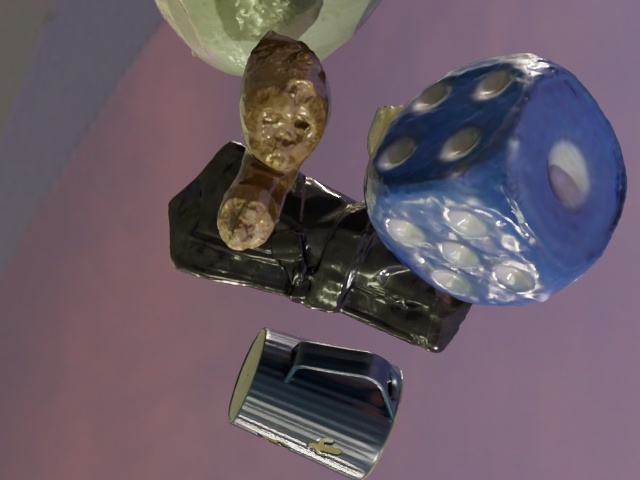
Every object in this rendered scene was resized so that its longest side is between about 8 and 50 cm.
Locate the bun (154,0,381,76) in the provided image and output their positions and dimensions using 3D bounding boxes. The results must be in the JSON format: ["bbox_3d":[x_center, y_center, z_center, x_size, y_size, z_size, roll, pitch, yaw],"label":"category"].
[{"bbox_3d":[-0.060,-0.286,1.132,0.293,0.187,0.293,-20,-122,37],"label":"bun"}]

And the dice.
[{"bbox_3d":[0.131,-0.045,1.042,0.146,0.143,0.146,-8,-138,48],"label":"dice"}]

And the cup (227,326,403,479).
[{"bbox_3d":[-0.001,0.157,1.466,0.176,0.155,0.131,122,-14,-53],"label":"cup"}]

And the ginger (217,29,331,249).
[{"bbox_3d":[-0.029,-0.074,0.992,0.096,0.067,0.165,139,-36,-61],"label":"ginger"}]

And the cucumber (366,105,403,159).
[{"bbox_3d":[0.091,-0.120,1.713,0.035,0.067,0.107,66,33,-41],"label":"cucumber"}]

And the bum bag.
[{"bbox_3d":[0.000,0.000,1.311,0.074,0.310,0.137,28,79,-78],"label":"bum bag"}]
